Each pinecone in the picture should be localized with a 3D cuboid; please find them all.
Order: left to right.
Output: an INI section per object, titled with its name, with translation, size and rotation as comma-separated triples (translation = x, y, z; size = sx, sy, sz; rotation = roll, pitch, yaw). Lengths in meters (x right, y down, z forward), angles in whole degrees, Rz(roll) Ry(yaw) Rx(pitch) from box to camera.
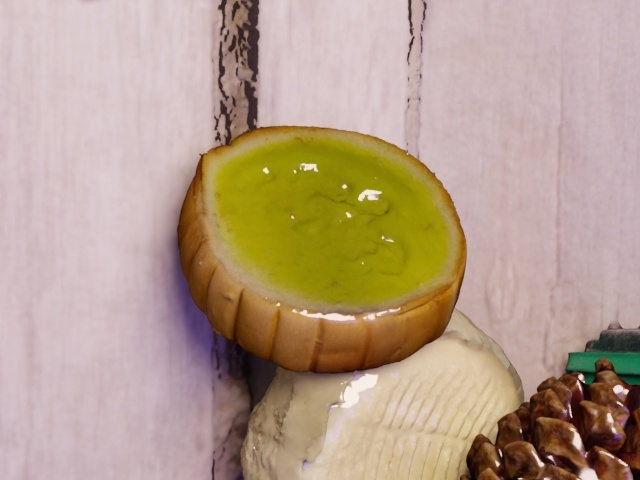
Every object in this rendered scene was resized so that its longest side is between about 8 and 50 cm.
[pinecone]
translation = 0.203, 0.197, 0.909
size = 0.179, 0.184, 0.204
rotation = 54, 46, -9

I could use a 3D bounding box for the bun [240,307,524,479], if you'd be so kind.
[bun]
translation = 0.043, 0.160, 0.984
size = 0.259, 0.152, 0.259
rotation = -11, 111, -29

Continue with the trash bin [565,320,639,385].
[trash bin]
translation = 0.357, 0.287, 1.053
size = 0.295, 0.259, 0.381
rotation = 26, 77, -20

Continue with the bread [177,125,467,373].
[bread]
translation = 0.000, 0.000, 0.907
size = 0.236, 0.236, 0.070
rotation = -13, 139, -21
